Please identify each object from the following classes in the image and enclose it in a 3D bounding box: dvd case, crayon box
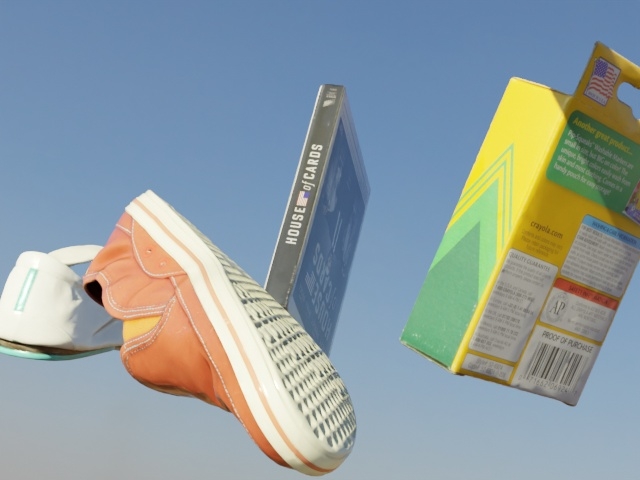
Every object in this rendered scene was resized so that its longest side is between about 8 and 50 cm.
[{"bbox_3d":[0.000,0.000,1.186,0.029,0.239,0.179,6,-30,15],"label":"dvd case"},{"bbox_3d":[0.227,-0.016,1.201,0.203,0.323,0.083,19,6,-42],"label":"crayon box"}]

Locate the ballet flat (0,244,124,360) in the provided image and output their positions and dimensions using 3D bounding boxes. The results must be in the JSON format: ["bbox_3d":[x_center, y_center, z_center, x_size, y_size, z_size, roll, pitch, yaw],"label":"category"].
[{"bbox_3d":[-0.253,0.074,1.479,0.139,0.139,0.400,8,-3,15],"label":"ballet flat"}]

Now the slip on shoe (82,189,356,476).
[{"bbox_3d":[-0.076,0.069,0.833,0.123,0.101,0.331,43,-2,-35],"label":"slip on shoe"}]
